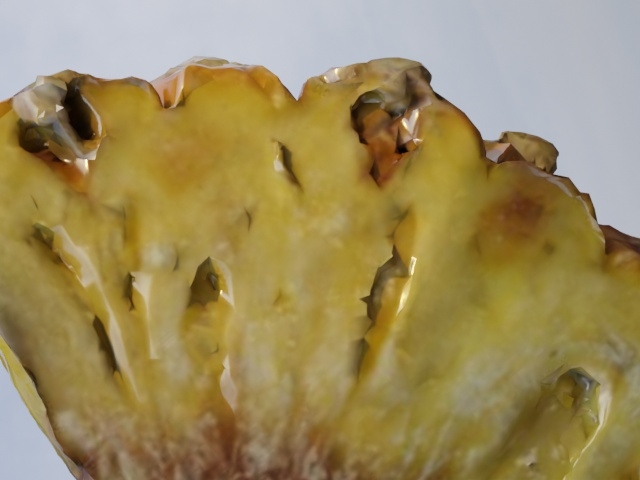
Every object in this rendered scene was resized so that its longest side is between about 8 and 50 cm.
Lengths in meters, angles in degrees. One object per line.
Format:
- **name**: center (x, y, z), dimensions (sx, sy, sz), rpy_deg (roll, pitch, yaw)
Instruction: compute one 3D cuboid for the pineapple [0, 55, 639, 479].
- **pineapple**: center (0.031, 0.069, 0.479), dimensions (0.344, 0.209, 0.286), rpy_deg (54, 170, 1)
